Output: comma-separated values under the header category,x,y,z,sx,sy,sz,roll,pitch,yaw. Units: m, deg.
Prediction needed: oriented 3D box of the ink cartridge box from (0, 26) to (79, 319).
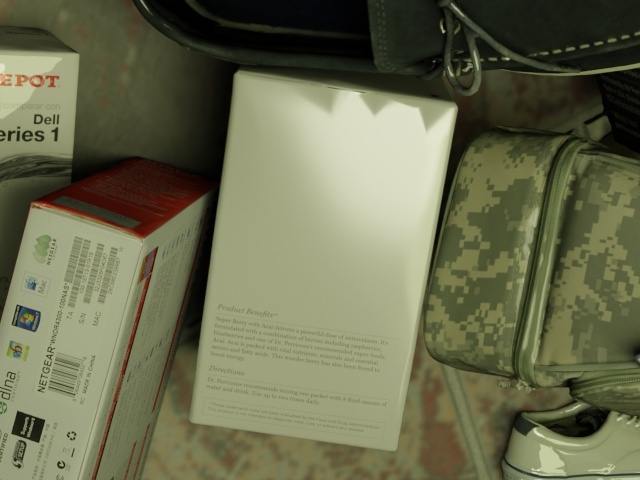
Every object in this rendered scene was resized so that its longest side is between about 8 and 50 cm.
category,x,y,z,sx,sy,sz,roll,pitch,yaw
ink cartridge box,-0.280,-0.053,1.053,0.160,0.092,0.219,-2,109,-28

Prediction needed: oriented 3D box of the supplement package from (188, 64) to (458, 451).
category,x,y,z,sx,sy,sz,roll,pitch,yaw
supplement package,0.000,0.000,1.142,0.178,0.175,0.292,9,105,-2

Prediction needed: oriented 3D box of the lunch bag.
category,x,y,z,sx,sy,sz,roll,pitch,yaw
lunch bag,0.262,0.037,1.108,0.305,0.256,0.212,16,84,-57

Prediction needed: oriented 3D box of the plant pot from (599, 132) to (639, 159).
category,x,y,z,sx,sy,sz,roll,pitch,yaw
plant pot,0.421,0.053,1.357,0.323,0.280,0.323,-9,112,-24

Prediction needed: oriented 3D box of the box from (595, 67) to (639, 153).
category,x,y,z,sx,sy,sz,roll,pitch,yaw
box,0.436,-0.357,1.124,0.480,0.297,0.471,-24,107,-4

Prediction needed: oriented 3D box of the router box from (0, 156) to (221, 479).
category,x,y,z,sx,sy,sz,roll,pitch,yaw
router box,-0.182,0.119,1.049,0.082,0.301,0.335,17,100,3

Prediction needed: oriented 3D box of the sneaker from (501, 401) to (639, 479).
category,x,y,z,sx,sy,sz,roll,pitch,yaw
sneaker,0.318,0.216,1.467,0.258,0.094,0.091,-4,114,-26

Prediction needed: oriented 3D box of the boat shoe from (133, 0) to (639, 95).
category,x,y,z,sx,sy,sz,roll,pitch,yaw
boat shoe,0.086,-0.196,0.982,0.156,0.500,0.186,-50,140,-56
